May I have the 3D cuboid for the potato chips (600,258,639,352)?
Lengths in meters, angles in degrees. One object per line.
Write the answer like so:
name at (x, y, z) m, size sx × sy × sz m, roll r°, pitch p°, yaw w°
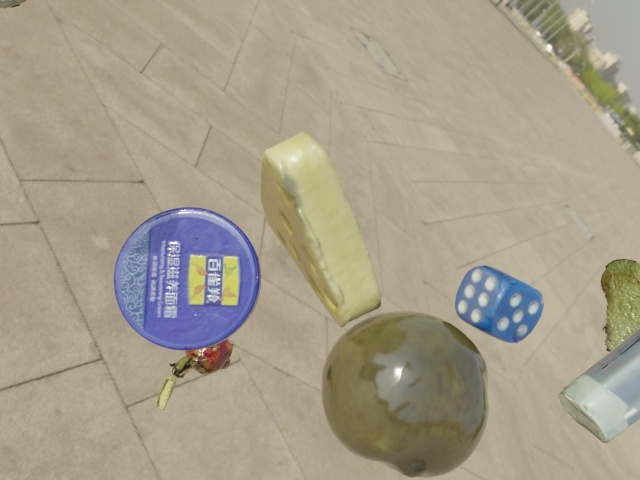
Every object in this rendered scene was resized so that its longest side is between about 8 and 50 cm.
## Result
potato chips at (0.512, 0.131, 0.844) m, size 0.026 × 0.142 × 0.209 m, roll 10°, pitch 37°, yaw -40°

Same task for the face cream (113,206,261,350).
face cream at (-0.192, 0.058, 0.790) m, size 0.206 × 0.206 × 0.111 m, roll 51°, pitch -7°, yaw 2°

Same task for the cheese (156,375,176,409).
cheese at (-0.377, 0.371, 1.287) m, size 0.030 × 0.083 × 0.044 m, roll 21°, pitch 0°, yaw 1°

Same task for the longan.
longan at (0.176, 0.315, 1.090) m, size 0.361 × 0.361 × 0.361 m, roll 33°, pitch 34°, yaw -26°

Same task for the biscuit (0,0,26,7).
biscuit at (-0.318, -0.248, 0.456) m, size 0.152 × 0.020 × 0.152 m, roll 15°, pitch 48°, yaw -17°

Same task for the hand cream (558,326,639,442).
hand cream at (0.311, 0.070, 0.435) m, size 0.048 × 0.255 × 0.079 m, roll 60°, pitch -7°, yaw -25°

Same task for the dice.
dice at (0.408, 0.143, 1.211) m, size 0.146 × 0.143 × 0.146 m, roll 20°, pitch 7°, yaw -27°

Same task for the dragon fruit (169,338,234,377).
dragon fruit at (-0.314, 0.303, 1.376) m, size 0.125 × 0.125 × 0.246 m, roll 51°, pitch 20°, yaw 9°

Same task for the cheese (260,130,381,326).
cheese at (0.000, 0.000, 1.056) m, size 0.384 × 0.104 × 0.384 m, roll 58°, pitch -13°, yaw 22°
